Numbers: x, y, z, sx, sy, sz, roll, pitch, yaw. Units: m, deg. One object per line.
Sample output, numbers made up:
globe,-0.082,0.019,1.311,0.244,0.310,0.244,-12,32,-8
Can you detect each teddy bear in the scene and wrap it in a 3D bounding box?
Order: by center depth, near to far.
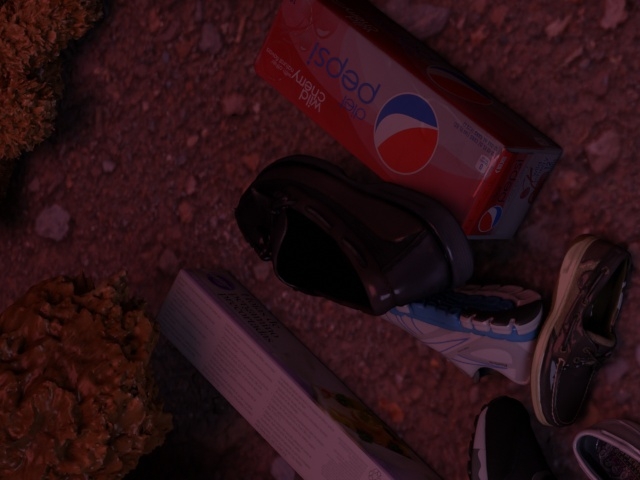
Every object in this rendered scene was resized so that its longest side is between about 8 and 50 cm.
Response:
teddy bear,-0.329,-0.167,1.884,0.338,0.113,0.245,-47,60,30

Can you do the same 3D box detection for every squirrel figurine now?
squirrel figurine,-0.221,0.234,1.661,0.370,0.281,0.396,5,112,33

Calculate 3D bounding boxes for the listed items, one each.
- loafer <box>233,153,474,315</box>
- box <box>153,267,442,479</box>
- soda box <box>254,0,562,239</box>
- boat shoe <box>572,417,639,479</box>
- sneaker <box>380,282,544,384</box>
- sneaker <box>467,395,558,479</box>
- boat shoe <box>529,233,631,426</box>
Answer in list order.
loafer,0.000,0.000,1.554,0.302,0.095,0.109,12,131,57
box,-0.019,0.141,1.648,0.324,0.063,0.067,42,114,33
soda box,0.065,-0.108,1.562,0.263,0.083,0.092,41,116,32
boat shoe,0.258,0.198,1.409,0.184,0.063,0.066,51,120,28
sneaker,0.105,0.073,1.543,0.191,0.071,0.083,19,131,49
sneaker,0.193,0.252,1.460,0.124,0.107,0.283,-13,71,15
boat shoe,0.200,0.073,1.464,0.049,0.056,0.152,18,102,45
